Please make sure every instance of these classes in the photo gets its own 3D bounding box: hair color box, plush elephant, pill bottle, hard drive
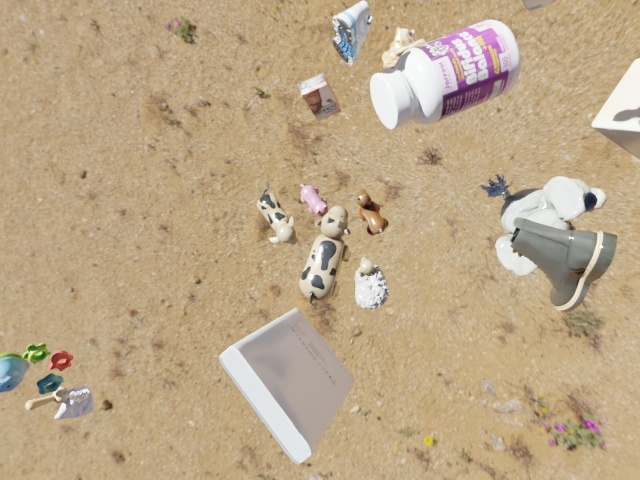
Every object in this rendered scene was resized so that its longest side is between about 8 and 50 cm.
[{"bbox_3d":[0.001,-0.478,1.568,0.093,0.167,0.054,-20,67,14],"label":"hair color box"},{"bbox_3d":[0.579,-0.029,1.190,0.329,0.256,0.272,26,120,-14],"label":"plush elephant"},{"bbox_3d":[0.271,-0.360,1.038,0.301,0.169,0.170,-24,89,-9],"label":"pill bottle"},{"bbox_3d":[-0.049,0.276,0.981,0.047,0.353,0.233,-41,82,14],"label":"hard drive"}]

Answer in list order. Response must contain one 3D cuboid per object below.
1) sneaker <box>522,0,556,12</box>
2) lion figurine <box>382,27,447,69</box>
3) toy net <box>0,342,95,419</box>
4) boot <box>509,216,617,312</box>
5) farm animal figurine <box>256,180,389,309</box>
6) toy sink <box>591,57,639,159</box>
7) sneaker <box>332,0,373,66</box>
[{"bbox_3d":[0.109,-0.260,0.152,0.169,0.108,0.293,-15,107,37],"label":"sneaker"},{"bbox_3d":[0.257,-0.502,1.405,0.240,0.392,0.142,-24,88,-11],"label":"lion figurine"},{"bbox_3d":[-0.477,0.250,0.836,0.122,0.232,0.045,-42,55,-13],"label":"toy net"},{"bbox_3d":[0.357,0.034,0.739,0.136,0.198,0.077,17,56,18],"label":"boot"},{"bbox_3d":[0.000,0.000,1.135,0.329,0.172,0.327,0,79,9],"label":"farm animal figurine"},{"bbox_3d":[0.578,-0.169,0.703,0.234,0.153,0.131,28,103,-11],"label":"toy sink"},{"bbox_3d":[0.074,-0.433,0.979,0.083,0.190,0.071,-42,91,0],"label":"sneaker"}]
